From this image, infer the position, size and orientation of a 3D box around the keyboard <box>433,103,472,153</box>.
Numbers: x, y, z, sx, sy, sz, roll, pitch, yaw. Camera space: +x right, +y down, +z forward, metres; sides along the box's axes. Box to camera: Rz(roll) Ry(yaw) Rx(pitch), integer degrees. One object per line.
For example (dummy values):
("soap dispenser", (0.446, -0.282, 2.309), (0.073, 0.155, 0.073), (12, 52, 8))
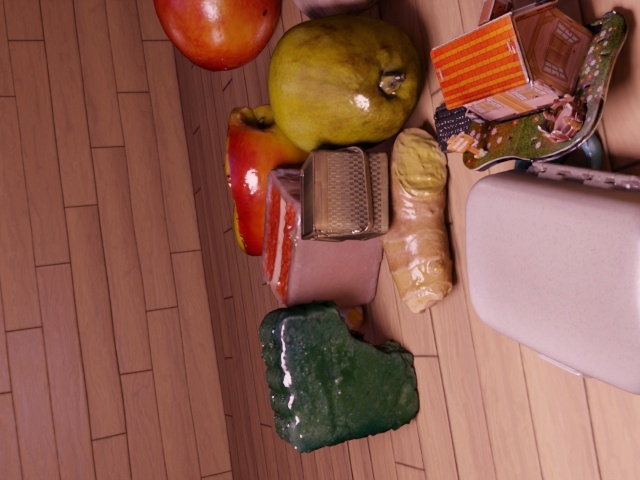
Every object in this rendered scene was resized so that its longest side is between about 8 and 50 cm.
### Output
("keyboard", (0.264, -0.210, 1.298), (0.230, 0.025, 0.093), (174, 87, -68))

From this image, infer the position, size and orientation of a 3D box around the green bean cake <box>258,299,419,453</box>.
("green bean cake", (0.037, 0.275, 1.622), (0.169, 0.308, 0.300), (170, 92, -70))

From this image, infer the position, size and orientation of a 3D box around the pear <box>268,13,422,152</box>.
("pear", (0.059, -0.299, 1.440), (0.375, 0.288, 0.287), (14, 110, 62))

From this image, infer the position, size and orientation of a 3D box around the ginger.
("ginger", (0.181, -0.037, 1.430), (0.190, 0.126, 0.353), (-157, 66, -69))

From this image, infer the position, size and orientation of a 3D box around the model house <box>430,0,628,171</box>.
("model house", (0.253, -0.227, 1.050), (0.294, 0.154, 0.206), (-3, 64, 67))

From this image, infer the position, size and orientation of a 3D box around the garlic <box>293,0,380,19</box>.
("garlic", (0.068, -0.509, 1.551), (0.212, 0.219, 0.218), (53, 176, -33))

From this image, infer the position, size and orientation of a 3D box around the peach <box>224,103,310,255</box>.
("peach", (-0.116, -0.136, 1.937), (0.306, 0.243, 0.380), (-93, 4, -46))

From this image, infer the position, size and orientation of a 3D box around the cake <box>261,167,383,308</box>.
("cake", (0.000, 0.000, 1.756), (0.237, 0.230, 0.308), (-126, 34, -55))

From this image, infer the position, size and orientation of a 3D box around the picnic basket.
("picnic basket", (0.040, -0.084, 1.473), (0.267, 0.139, 0.165), (156, 114, -82))

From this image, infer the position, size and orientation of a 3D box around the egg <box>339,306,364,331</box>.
("egg", (0.071, 0.189, 1.834), (0.071, 0.071, 0.083), (-134, 39, -57))

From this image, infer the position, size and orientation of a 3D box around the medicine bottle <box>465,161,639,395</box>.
("medicine bottle", (0.341, 0.042, 1.017), (0.375, 0.123, 0.282), (23, 123, 60))

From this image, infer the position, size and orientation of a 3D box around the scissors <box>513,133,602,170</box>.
("scissors", (0.317, -0.088, 1.188), (0.393, 0.032, 0.180), (115, 143, -53))

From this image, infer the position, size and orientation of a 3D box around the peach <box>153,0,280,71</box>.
("peach", (-0.287, -0.667, 2.109), (0.388, 0.389, 0.388), (174, 90, -68))
